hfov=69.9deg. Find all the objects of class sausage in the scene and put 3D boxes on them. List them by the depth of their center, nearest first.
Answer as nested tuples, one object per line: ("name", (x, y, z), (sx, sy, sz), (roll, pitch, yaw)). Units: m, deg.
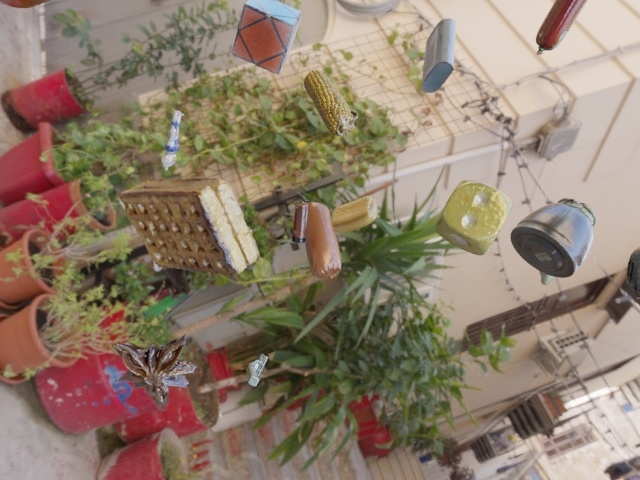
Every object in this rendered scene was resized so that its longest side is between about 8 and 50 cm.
("sausage", (0.631, -0.600, 1.162), (0.264, 0.083, 0.083), (-66, -149, 33))
("sausage", (0.000, 0.001, 1.695), (0.121, 0.121, 0.304), (80, -2, -59))

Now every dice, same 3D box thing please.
("dice", (0.454, -0.068, 1.365), (0.169, 0.169, 0.166), (30, -7, 16))

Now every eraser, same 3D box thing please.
("eraser", (0.456, -0.710, 1.766), (0.174, 0.081, 0.227), (131, -26, -64))

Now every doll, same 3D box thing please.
("doll", (-0.561, -0.377, 1.748), (0.114, 0.057, 0.227), (-144, -110, -73))

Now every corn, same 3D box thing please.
("corn", (0.024, -0.464, 1.514), (0.106, 0.106, 0.293), (81, -16, -61))

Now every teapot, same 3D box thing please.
("teapot", (0.846, 0.004, 1.592), (0.321, 0.239, 0.239), (51, -12, -19))

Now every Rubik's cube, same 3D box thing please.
("Rubik's cube", (-0.209, -0.819, 1.811), (0.205, 0.205, 0.207), (-79, -168, -49))

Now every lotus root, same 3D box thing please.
("lotus root", (0.790, 0.085, 1.106), (0.088, 0.088, 0.165), (136, -38, -84))

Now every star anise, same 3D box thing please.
("star anise", (-0.255, 0.208, 0.716), (0.056, 0.124, 0.129), (-108, -167, -63))

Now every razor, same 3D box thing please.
("razor", (-0.228, 0.449, 1.552), (0.056, 0.111, 0.278), (27, -10, 0))

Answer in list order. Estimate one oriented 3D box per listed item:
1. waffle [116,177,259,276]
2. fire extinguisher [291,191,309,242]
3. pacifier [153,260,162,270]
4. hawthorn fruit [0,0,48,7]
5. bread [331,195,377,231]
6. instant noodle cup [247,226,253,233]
("waffle", (-0.292, -0.031, 1.016), (0.308, 0.091, 0.213), (4, -54, 38))
("fire extinguisher", (-0.073, -0.081, 1.602), (0.050, 0.062, 0.177), (-28, 128, -60))
("pacifier", (-0.575, 0.046, 1.918), (0.287, 0.226, 0.238), (127, -13, -76))
("hawthorn fruit", (-0.647, -0.588, 0.933), (0.263, 0.235, 0.231), (-48, -125, 37))
("bread", (0.148, -0.104, 1.962), (0.098, 0.217, 0.147), (50, 39, -36))
("instant noodle cup", (-0.328, 0.002, 1.610), (0.182, 0.182, 0.144), (105, 9, -81))
